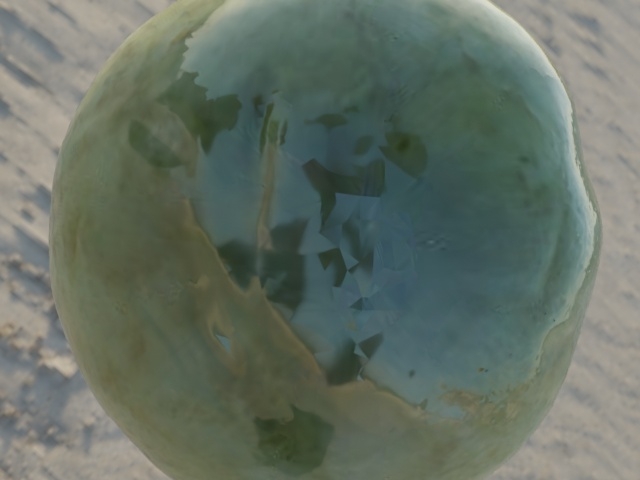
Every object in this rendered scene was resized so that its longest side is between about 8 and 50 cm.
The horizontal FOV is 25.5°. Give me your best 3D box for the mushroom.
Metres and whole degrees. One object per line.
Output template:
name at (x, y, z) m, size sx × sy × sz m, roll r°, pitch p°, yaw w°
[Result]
mushroom at (0.000, 0.000, 0.864) m, size 0.352 × 0.352 × 0.260 m, roll 45°, pitch 9°, yaw 2°
